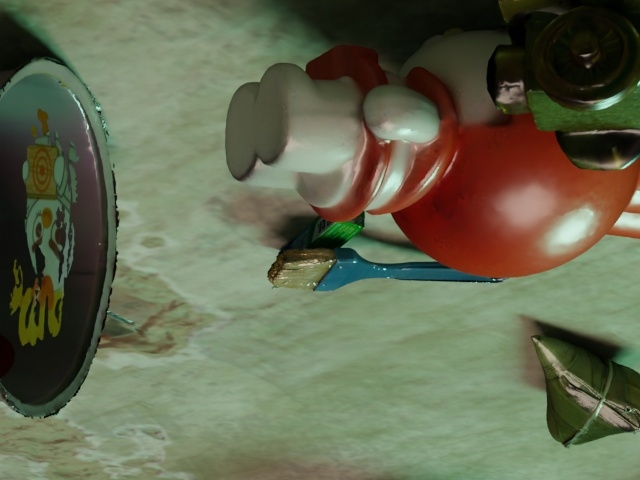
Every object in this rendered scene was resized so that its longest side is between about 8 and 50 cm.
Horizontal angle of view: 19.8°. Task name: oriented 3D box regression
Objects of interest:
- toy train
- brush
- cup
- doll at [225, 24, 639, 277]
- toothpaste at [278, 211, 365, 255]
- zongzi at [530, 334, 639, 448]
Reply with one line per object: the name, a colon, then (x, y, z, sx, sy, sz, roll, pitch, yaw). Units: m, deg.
toy train: (0.189, -0.109, 0.835, 0.225, 0.137, 0.090, -1, 156, 15)
brush: (0.048, 0.019, 1.180, 0.164, 0.014, 0.051, 2, 156, -19)
cup: (-0.282, -0.004, 1.024, 0.288, 0.203, 0.203, 2, 152, 16)
doll: (0.097, -0.045, 0.962, 0.290, 0.130, 0.161, 4, 166, -25)
toothpaste: (0.000, 0.000, 1.168, 0.020, 0.017, 0.083, 17, 148, -24)
zongzi: (0.172, 0.107, 1.328, 0.113, 0.052, 0.104, 28, 150, -17)
